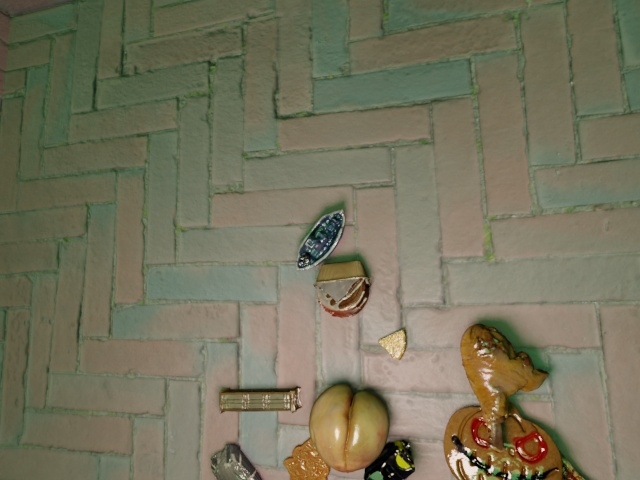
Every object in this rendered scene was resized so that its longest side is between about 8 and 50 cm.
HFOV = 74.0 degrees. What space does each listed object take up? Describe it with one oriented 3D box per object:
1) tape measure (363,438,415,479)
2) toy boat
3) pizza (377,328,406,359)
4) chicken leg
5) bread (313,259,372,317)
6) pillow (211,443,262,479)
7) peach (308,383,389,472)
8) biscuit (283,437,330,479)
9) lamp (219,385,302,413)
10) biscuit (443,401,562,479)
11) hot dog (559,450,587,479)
[{"bbox_3d":[0.248,0.795,1.497,0.199,0.186,0.112,-39,79,3],"label":"tape measure"},{"bbox_3d":[0.000,0.000,1.701,0.129,0.142,0.309,39,94,19],"label":"toy boat"},{"bbox_3d":[0.275,0.391,1.628,0.109,0.026,0.122,9,87,19],"label":"pizza"},{"bbox_3d":[0.625,0.489,1.430,0.296,0.182,0.408,5,69,-3],"label":"chicken leg"},{"bbox_3d":[0.090,0.191,1.658,0.225,0.142,0.211,-8,65,15],"label":"bread"},{"bbox_3d":[-0.302,0.969,1.670,0.161,0.093,0.335,-46,74,11],"label":"pillow"},{"bbox_3d":[0.100,0.670,1.522,0.293,0.247,0.292,3,66,-6],"label":"peach"},{"bbox_3d":[-0.044,0.863,1.641,0.183,0.043,0.280,25,85,14],"label":"biscuit"},{"bbox_3d":[-0.243,0.640,1.704,0.326,0.090,0.089,-7,80,14],"label":"lamp"},{"bbox_3d":[0.607,0.697,1.426,0.368,0.063,0.313,9,68,23],"label":"biscuit"},{"bbox_3d":[0.813,0.801,1.396,0.131,0.069,0.252,-39,73,7],"label":"hot dog"}]
